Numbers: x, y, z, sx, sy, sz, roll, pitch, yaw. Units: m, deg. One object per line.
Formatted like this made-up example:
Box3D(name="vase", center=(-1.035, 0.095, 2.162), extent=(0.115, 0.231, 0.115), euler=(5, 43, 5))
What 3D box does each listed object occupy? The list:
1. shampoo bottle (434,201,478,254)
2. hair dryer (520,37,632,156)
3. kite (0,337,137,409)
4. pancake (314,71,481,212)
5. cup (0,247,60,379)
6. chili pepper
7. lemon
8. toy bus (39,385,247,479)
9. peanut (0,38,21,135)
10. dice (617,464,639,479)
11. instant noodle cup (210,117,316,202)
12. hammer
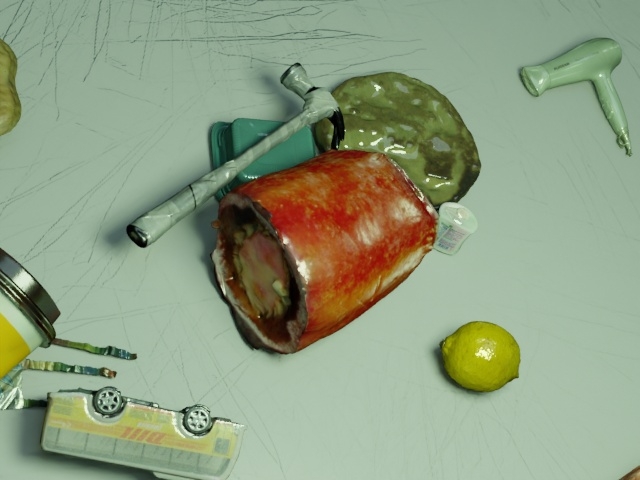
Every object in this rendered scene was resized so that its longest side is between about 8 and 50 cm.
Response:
Box3D(name="shampoo bottle", center=(0.213, -0.023, 1.818), extent=(0.072, 0.099, 0.043), euler=(28, 56, -3))
Box3D(name="hair dryer", center=(0.510, -0.255, 2.095), extent=(0.206, 0.075, 0.237), euler=(-24, 81, -23))
Box3D(name="kite", center=(-0.412, 0.182, 1.521), extent=(0.310, 0.015, 0.169), euler=(15, 60, -12))
Box3D(name="pancake", center=(0.137, -0.166, 1.901), extent=(0.294, 0.049, 0.294), euler=(8, 58, -13))
Box3D(name="cup", center=(-0.480, 0.133, 1.414), extent=(0.196, 0.196, 0.280), euler=(40, 67, 4))
Box3D(name="chili pepper", center=(0.000, 0.000, 1.677), extent=(0.305, 0.229, 0.251), euler=(-30, 77, -42))
Box3D(name="lemon", center=(0.246, 0.177, 1.714), extent=(0.133, 0.109, 0.109), euler=(22, 57, -5))
Box3D(name="toy bus", center=(-0.238, 0.259, 1.493), extent=(0.268, 0.092, 0.106), euler=(14, 80, -14))
Box3D(name="peanut", center=(-0.543, -0.242, 1.649), extent=(0.196, 0.110, 0.233), euler=(3, 63, -19))
Box3D(name="dice", center=(0.532, 0.407, 1.661), extent=(0.179, 0.174, 0.175), euler=(-26, 73, -35))
Box3D(name="instant noodle cup", center=(-0.081, -0.129, 1.786), extent=(0.179, 0.070, 0.157), euler=(3, 63, -20))
Box3D(name="hammer", center=(-0.132, -0.122, 1.701), extent=(0.427, 0.044, 0.152), euler=(-36, 82, -30))
